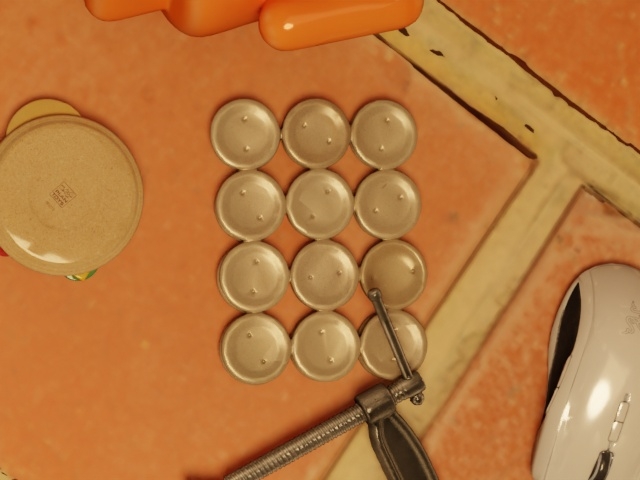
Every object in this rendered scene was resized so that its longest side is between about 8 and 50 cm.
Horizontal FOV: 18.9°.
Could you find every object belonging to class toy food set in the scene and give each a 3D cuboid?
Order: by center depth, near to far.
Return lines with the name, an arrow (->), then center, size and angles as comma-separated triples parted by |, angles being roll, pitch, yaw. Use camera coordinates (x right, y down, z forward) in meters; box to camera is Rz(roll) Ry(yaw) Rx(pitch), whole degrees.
toy food set -> -0.130, -0.022, 0.954 | 0.083, 0.020, 0.082 | 33, 81, -12

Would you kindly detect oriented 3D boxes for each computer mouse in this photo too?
computer mouse -> 0.145, 0.106, 1.009 | 0.106, 0.042, 0.193 | 12, 85, -13

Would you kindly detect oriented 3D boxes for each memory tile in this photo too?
memory tile -> 0.000, 0.000, 0.991 | 0.113, 0.012, 0.148 | -2, 88, -15

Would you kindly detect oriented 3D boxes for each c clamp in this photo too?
c clamp -> -0.006, 0.122, 0.978 | 0.161, 0.022, 0.137 | -33, 107, -11

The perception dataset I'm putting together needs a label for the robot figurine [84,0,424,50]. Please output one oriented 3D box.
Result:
robot figurine -> -0.018, -0.177, 0.934 | 0.219, 0.158, 0.128 | -18, 122, -14
